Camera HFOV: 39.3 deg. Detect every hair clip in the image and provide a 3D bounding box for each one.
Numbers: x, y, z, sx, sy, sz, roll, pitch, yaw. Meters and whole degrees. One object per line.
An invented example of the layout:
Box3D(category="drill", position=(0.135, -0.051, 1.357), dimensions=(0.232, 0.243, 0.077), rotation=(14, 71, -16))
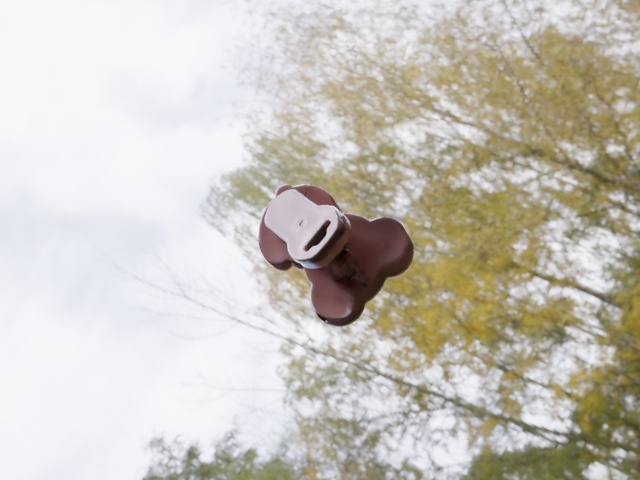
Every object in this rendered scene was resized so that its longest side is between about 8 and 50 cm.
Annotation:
Box3D(category="hair clip", position=(0.006, 0.006, 0.898), dimensions=(0.123, 0.138, 0.102), rotation=(-51, -55, -6))
